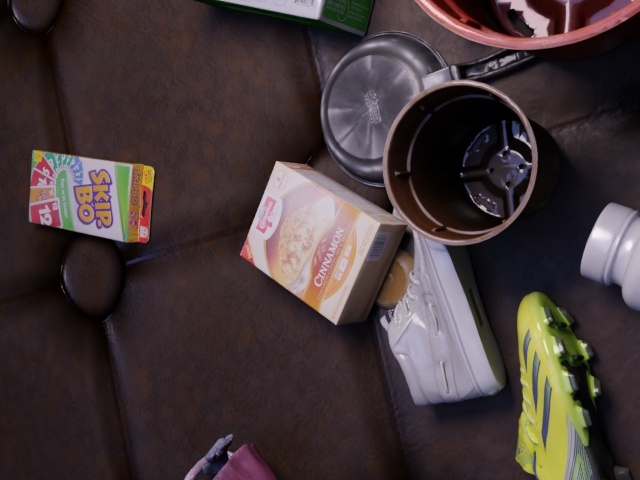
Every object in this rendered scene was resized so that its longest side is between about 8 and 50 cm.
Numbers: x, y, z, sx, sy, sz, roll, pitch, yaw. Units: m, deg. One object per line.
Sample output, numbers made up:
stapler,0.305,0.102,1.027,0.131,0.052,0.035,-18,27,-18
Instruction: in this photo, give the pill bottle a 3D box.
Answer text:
pill bottle,0.364,0.031,0.794,0.186,0.112,0.112,24,105,28

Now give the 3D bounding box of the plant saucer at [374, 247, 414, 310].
plant saucer,0.087,0.049,1.025,0.083,0.015,0.083,1,93,32

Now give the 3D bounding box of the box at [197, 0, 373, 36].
box,-0.053,-0.407,1.026,0.262,0.126,0.231,19,101,30

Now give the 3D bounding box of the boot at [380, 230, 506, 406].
boot,0.122,0.072,0.955,0.123,0.095,0.258,-20,83,24

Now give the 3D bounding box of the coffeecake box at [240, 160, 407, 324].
coffeecake box,0.000,0.000,1.036,0.185,0.068,0.142,33,109,34

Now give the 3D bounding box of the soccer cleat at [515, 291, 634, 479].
soccer cleat,0.255,0.203,0.883,0.121,0.093,0.289,-22,80,38

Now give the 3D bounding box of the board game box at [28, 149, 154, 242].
board game box,-0.377,-0.073,1.301,0.259,0.039,0.124,10,98,29

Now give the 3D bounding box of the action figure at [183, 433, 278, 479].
action figure,-0.043,0.444,1.023,0.370,0.248,0.276,42,150,-2

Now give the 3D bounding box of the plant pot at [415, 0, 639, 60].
plant pot,0.228,-0.295,0.760,0.272,0.265,0.273,1,92,23

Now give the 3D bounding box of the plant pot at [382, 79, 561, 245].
plant pot,0.178,-0.081,0.874,0.167,0.165,0.167,2,94,31

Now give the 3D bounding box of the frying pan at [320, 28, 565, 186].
frying pan,0.128,-0.158,0.975,0.326,0.053,0.197,9,98,34
